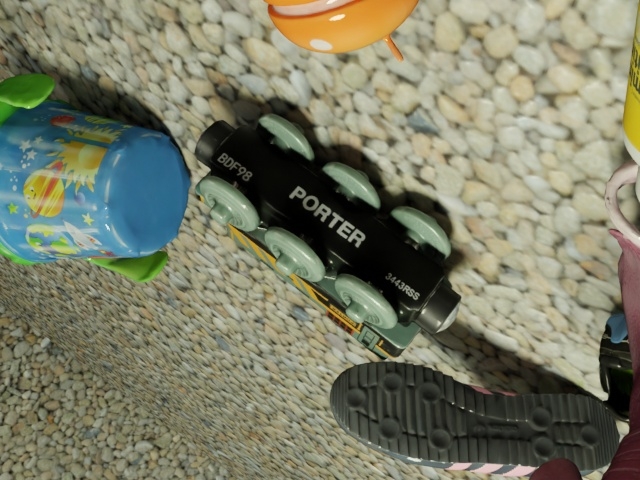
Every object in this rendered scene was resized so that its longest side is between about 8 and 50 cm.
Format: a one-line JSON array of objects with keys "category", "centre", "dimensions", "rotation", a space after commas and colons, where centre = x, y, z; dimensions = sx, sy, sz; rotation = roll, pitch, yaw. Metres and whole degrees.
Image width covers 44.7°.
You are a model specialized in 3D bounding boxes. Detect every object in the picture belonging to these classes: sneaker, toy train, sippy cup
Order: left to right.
[{"category": "sippy cup", "centre": [-0.309, -0.072, 1.047], "dimensions": [0.224, 0.239, 0.305], "rotation": [7, 177, 29]}, {"category": "toy train", "centre": [0.000, 0.000, 0.861], "dimensions": [0.334, 0.142, 0.190], "rotation": [36, 160, 9]}, {"category": "sneaker", "centre": [0.163, 0.221, 0.894], "dimensions": [0.319, 0.112, 0.131], "rotation": [12, 155, 1]}, {"category": "sneaker", "centre": [0.307, 0.155, 0.759], "dimensions": [0.067, 0.078, 0.188], "rotation": [7, 137, 45]}]

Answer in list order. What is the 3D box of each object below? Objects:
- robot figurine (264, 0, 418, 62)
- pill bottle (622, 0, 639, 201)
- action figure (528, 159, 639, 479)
[{"category": "robot figurine", "centre": [0.001, -0.227, 0.547], "dimensions": [0.158, 0.128, 0.219], "rotation": [-8, 129, 24]}, {"category": "pill bottle", "centre": [0.241, -0.095, 0.471], "dimensions": [0.103, 0.103, 0.184], "rotation": [22, 145, 30]}, {"category": "action figure", "centre": [0.262, 0.162, 0.522], "dimensions": [0.248, 0.370, 0.275], "rotation": [11, 139, 41]}]
